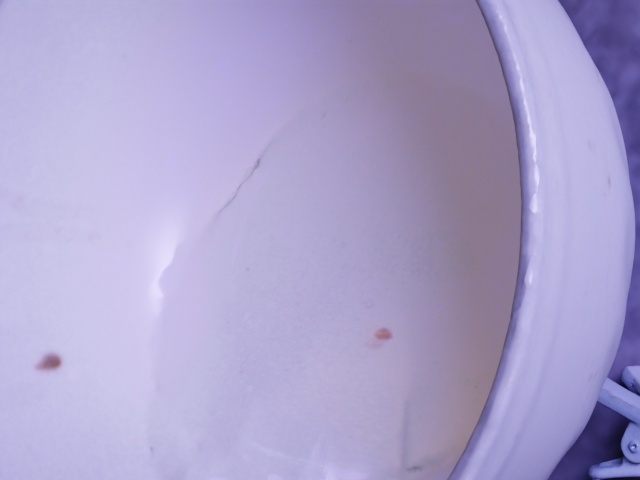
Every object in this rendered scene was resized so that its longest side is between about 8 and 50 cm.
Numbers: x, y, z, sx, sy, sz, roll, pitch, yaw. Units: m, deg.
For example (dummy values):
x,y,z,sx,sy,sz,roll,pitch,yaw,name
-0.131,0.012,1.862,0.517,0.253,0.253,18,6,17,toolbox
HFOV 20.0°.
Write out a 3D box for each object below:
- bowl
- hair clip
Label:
x,y,z,sx,sy,sz,roll,pitch,yaw,name
0.000,0.000,0.646,0.277,0.145,0.277,-6,81,40,bowl
0.136,0.086,0.605,0.115,0.030,0.039,34,125,38,hair clip
